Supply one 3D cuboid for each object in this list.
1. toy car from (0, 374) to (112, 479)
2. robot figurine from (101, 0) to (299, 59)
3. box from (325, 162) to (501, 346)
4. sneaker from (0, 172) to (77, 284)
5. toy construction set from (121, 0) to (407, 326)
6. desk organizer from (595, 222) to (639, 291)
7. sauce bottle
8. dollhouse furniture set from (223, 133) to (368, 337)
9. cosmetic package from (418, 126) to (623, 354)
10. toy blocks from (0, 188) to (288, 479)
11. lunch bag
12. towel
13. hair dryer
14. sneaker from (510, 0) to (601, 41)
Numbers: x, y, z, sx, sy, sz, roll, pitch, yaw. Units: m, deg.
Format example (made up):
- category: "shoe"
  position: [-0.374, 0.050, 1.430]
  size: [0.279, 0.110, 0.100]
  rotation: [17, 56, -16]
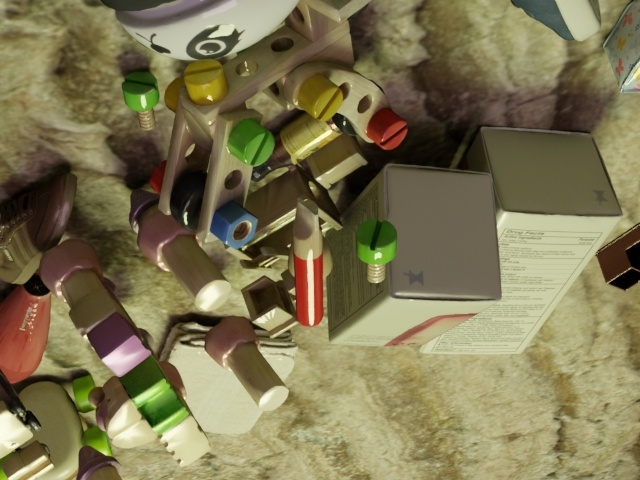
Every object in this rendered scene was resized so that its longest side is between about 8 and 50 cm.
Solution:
- category: "toy car"
  position: [-0.384, 0.298, 1.486]
  size: [0.155, 0.149, 0.188]
  rotation: [-16, 156, -9]
- category: "robot figurine"
  position: [-0.117, -0.258, 0.715]
  size: [0.173, 0.209, 0.278]
  rotation: [-25, 128, 10]
- category: "box"
  position: [0.096, 0.025, 1.146]
  size: [0.127, 0.149, 0.232]
  rotation: [3, 162, -15]
- category: "sneaker"
  position: [-0.331, -0.013, 1.121]
  size: [0.071, 0.066, 0.188]
  rotation: [19, 134, -27]
- category: "toy construction set"
  position: [-0.032, -0.117, 0.871]
  size: [0.257, 0.309, 0.237]
  rotation: [-12, 140, -10]
- category: "desk organizer"
  position: [0.433, 0.011, 1.344]
  size: [0.047, 0.050, 0.130]
  rotation: [20, 135, -34]
- category: "sauce bottle"
  position: [-0.028, -0.105, 1.087]
  size: [0.128, 0.042, 0.042]
  rotation: [-31, 139, 30]
- category: "dollhouse furniture set"
  position: [0.000, 0.000, 1.122]
  size: [0.182, 0.161, 0.101]
  rotation: [-31, 149, 15]
- category: "cosmetic package"
  position: [0.220, 0.010, 1.227]
  size: [0.153, 0.129, 0.296]
  rotation: [4, 143, -15]
- category: "toy blocks"
  position: [-0.248, 0.111, 1.160]
  size: [0.309, 0.260, 0.288]
  rotation: [-34, 141, -10]
- category: "lunch bag"
  position: [0.329, -0.198, 1.016]
  size: [0.053, 0.071, 0.083]
  rotation: [2, 142, -14]
- category: "towel"
  position: [-0.156, 0.206, 1.479]
  size: [0.187, 0.049, 0.282]
  rotation: [8, 142, -21]
- category: "hair dryer"
  position: [-0.448, 0.116, 1.258]
  size: [0.293, 0.080, 0.223]
  rotation: [-21, 142, 15]
- category: "sneaker"
  position: [0.104, -0.266, 0.837]
  size: [0.148, 0.131, 0.350]
  rotation: [-25, 136, 32]
